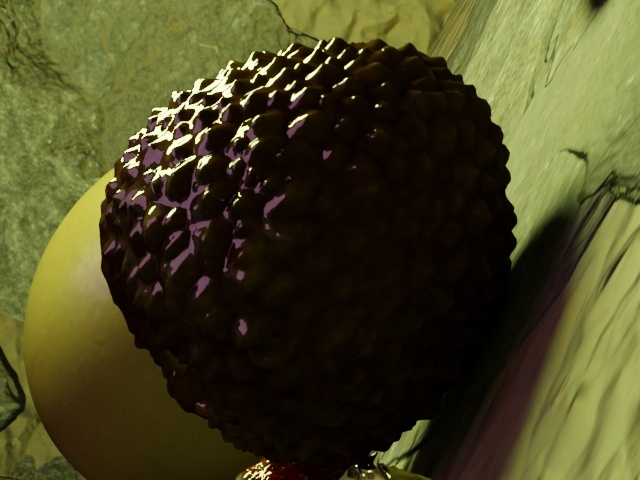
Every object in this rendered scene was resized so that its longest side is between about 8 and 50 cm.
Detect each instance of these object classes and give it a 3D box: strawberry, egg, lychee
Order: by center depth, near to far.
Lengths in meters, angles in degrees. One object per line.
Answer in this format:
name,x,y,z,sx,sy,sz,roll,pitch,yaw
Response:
lychee,0.000,0.000,1.076,0.267,0.267,0.267,-64,3,6
strawberry,-0.011,0.173,1.155,0.106,0.106,0.106,-64,3,6
egg,-0.094,0.065,1.503,0.374,0.301,0.301,-61,4,33

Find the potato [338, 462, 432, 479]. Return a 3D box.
potato,0.017,0.191,0.687,0.200,0.081,0.164,-68,12,-17
